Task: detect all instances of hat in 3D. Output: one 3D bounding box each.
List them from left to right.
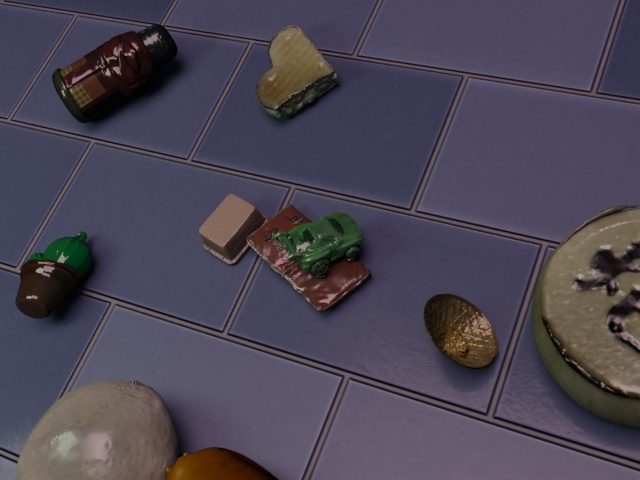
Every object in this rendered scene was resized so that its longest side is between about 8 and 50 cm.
[{"bbox_3d":[0.217,0.166,1.409,0.146,0.067,0.146,18,45,-19],"label":"hat"}]

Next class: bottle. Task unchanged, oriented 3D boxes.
[{"bbox_3d":[-0.440,-0.373,1.855,0.271,0.143,0.156,-31,19,0],"label":"bottle"}]

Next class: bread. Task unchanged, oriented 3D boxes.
[{"bbox_3d":[-0.041,-0.352,1.770,0.172,0.064,0.232,3,64,17],"label":"bread"}]

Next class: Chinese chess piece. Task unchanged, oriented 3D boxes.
[{"bbox_3d":[0.505,0.115,1.303,0.349,0.146,0.349,-7,60,11],"label":"Chinese chess piece"}]

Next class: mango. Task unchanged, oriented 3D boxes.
[{"bbox_3d":[-0.129,0.438,1.295,0.287,0.153,0.201,40,49,21],"label":"mango"}]

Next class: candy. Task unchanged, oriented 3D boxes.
[{"bbox_3d":[-0.373,0.360,1.390,0.295,0.185,0.296,-4,64,8],"label":"candy"}]

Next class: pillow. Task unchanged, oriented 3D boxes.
[{"bbox_3d":[-0.024,0.031,1.560,0.126,0.043,0.232,-42,59,-13],"label":"pillow"}]

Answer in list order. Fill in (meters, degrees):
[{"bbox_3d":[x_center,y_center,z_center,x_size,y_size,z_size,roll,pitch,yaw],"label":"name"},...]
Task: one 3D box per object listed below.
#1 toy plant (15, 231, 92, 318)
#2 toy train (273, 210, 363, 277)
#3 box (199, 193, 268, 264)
[{"bbox_3d":[-0.524,0.060,1.656,0.142,0.105,0.200,-9,40,27],"label":"toy plant"},{"bbox_3d":[0.000,0.000,1.506,0.149,0.081,0.099,-26,57,-10],"label":"toy train"},{"bbox_3d":[-0.170,-0.026,1.622,0.089,0.062,0.122,31,72,28],"label":"box"}]
